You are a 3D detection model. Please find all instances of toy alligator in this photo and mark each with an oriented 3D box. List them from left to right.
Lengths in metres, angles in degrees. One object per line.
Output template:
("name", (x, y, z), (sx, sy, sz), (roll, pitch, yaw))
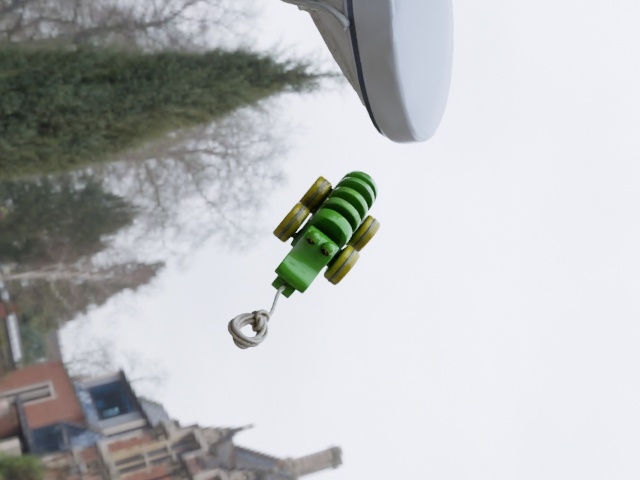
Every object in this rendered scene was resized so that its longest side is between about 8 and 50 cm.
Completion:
("toy alligator", (0.000, 0.000, 0.616), (0.056, 0.190, 0.051), (40, -48, -2))

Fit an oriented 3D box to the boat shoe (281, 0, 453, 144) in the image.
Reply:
("boat shoe", (-0.005, -0.243, 0.722), (0.156, 0.136, 0.367), (2, -54, 32))
